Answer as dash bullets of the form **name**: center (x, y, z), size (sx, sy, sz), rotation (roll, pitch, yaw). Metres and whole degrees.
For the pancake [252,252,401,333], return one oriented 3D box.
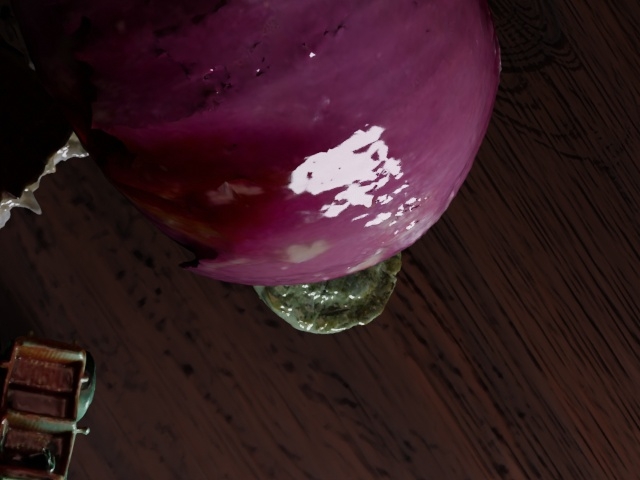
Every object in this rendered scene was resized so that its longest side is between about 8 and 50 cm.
- **pancake**: center (0.005, 0.004, 0.823), size (0.116, 0.022, 0.129), rotation (52, 55, -9)

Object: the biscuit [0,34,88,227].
- **biscuit**: center (-0.248, -0.100, 0.677), size (0.252, 0.070, 0.106), rotation (41, 58, -13)

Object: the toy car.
- **toy car**: center (-0.163, 0.123, 0.661), size (0.073, 0.054, 0.143), rotation (15, 65, -25)

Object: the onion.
- **onion**: center (-0.025, -0.172, 0.658), size (0.358, 0.358, 0.345), rotation (41, 94, -13)
